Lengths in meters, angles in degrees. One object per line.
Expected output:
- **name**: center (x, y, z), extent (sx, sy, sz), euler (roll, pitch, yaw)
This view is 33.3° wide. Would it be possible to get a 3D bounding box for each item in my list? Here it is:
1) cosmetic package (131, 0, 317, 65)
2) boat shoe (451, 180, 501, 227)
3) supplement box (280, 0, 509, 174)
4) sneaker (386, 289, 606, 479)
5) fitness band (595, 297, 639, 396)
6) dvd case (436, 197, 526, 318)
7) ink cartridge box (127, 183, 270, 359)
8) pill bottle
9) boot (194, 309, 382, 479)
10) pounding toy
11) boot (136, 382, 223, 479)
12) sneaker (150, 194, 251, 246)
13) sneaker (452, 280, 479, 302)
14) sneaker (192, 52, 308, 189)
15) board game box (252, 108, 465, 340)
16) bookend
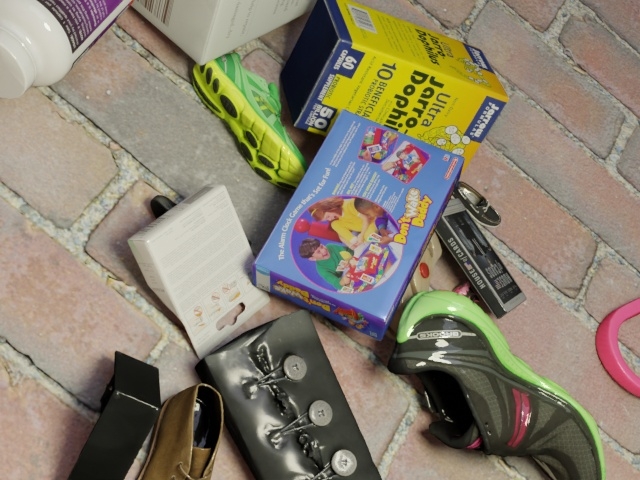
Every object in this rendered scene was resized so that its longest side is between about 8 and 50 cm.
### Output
- **cosmetic package**: center (-0.157, -0.587, 1.909), extent (0.329, 0.327, 0.394), euler (40, 49, 15)
- **boat shoe**: center (0.311, -0.072, 2.117), extent (0.125, 0.038, 0.046), euler (38, 52, -6)
- **supplement box**: center (0.134, -0.287, 1.998), extent (0.357, 0.194, 0.195), euler (14, 34, -23)
- **sneaker**: center (0.287, 0.289, 1.810), extent (0.483, 0.185, 0.202), euler (42, 68, -16)
- **fitness band**: center (0.676, 0.216, 2.161), extent (0.291, 0.054, 0.209), euler (-18, 74, -37)
- **dvd case**: center (0.292, 0.029, 2.003), extent (0.238, 0.029, 0.179), euler (56, 21, 8)
- **ink cartridge box**: center (-0.189, 0.048, 1.723), extent (0.181, 0.056, 0.224), euler (-39, 122, -36)
- **pill bottle**: center (-0.445, -0.377, 1.754), extent (0.181, 0.181, 0.323), euler (37, 51, -8)
- **boot**: center (0.050, 0.312, 1.697), extent (0.367, 0.146, 0.445), euler (-19, 71, -38)
- **pounding toy**: center (0.119, 0.046, 1.920), extent (0.154, 0.155, 0.269), euler (25, 59, -52)
- **boot**: center (-0.202, 0.348, 1.535), extent (0.112, 0.115, 0.305), euler (19, 57, -23)
- **sneaker**: center (-0.199, -0.028, 1.788), extent (0.170, 0.051, 0.089), euler (47, 54, -7)
- **sneaker**: center (0.257, 0.129, 1.974), extent (0.057, 0.047, 0.119), euler (49, 51, -12)
- **sneaker**: center (-0.104, -0.225, 1.914), extent (0.123, 0.109, 0.295), euler (-31, 82, -34)
- **board game box**: center (0.068, -0.034, 1.794), extent (0.233, 0.078, 0.347), euler (23, 62, 11)
- **bookend**: center (-0.296, 0.263, 1.540), extent (0.072, 0.156, 0.157), euler (26, 10, -15)
